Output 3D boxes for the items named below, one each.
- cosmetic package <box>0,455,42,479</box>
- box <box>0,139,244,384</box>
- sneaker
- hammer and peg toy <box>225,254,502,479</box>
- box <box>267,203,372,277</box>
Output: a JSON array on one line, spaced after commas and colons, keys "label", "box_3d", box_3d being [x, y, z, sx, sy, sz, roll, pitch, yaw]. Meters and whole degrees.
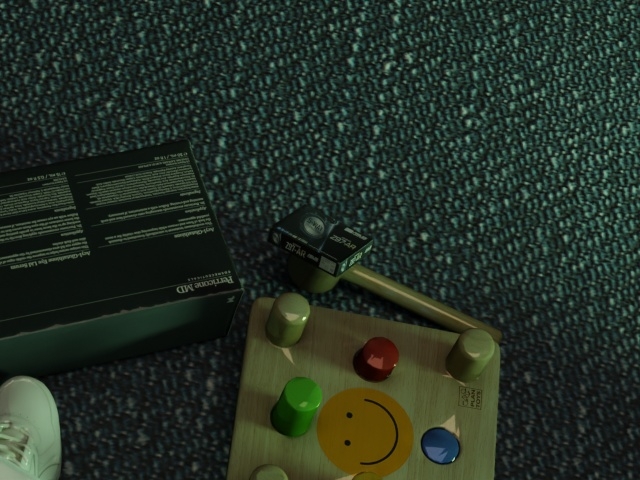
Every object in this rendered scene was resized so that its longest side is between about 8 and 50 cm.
[{"label": "cosmetic package", "box_3d": [-0.233, 0.332, 1.427, 0.453, 0.161, 0.230, 32, 69, -9]}, {"label": "box", "box_3d": [-0.230, 0.022, 1.730, 0.261, 0.103, 0.184, -11, 59, -20]}, {"label": "sneaker", "box_3d": [-0.284, 0.216, 1.590, 0.090, 0.115, 0.232, 13, 57, -5]}, {"label": "hammer and peg toy", "box_3d": [0.055, 0.141, 1.708, 0.266, 0.127, 0.361, 12, 57, -6]}, {"label": "box", "box_3d": [0.000, 0.000, 1.744, 0.083, 0.018, 0.067, 28, 34, 21]}]
